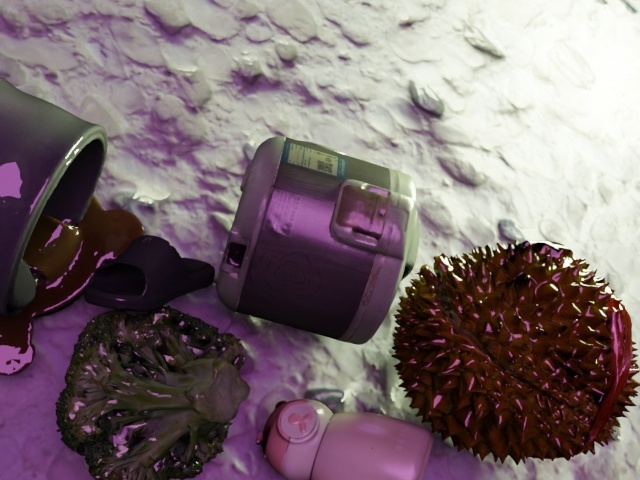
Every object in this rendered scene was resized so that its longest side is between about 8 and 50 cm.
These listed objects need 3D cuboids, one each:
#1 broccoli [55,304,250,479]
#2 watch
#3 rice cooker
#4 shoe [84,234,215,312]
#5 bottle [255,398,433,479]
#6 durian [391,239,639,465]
[{"bbox_3d":[-0.216,0.206,1.024,0.269,0.242,0.261,53,48,-41],"label":"broccoli"},{"bbox_3d":[-0.418,-0.022,1.001,0.314,0.327,0.335,25,65,-4],"label":"watch"},{"bbox_3d":[0.003,-0.001,1.127,0.277,0.288,0.288,16,66,-4],"label":"rice cooker"},{"bbox_3d":[-0.240,0.034,1.088,0.108,0.241,0.093,10,102,24],"label":"shoe"},{"bbox_3d":[0.027,0.300,1.073,0.237,0.147,0.147,18,64,11],"label":"bottle"},{"bbox_3d":[0.280,0.158,1.103,0.384,0.348,0.347,41,63,-14],"label":"durian"}]
